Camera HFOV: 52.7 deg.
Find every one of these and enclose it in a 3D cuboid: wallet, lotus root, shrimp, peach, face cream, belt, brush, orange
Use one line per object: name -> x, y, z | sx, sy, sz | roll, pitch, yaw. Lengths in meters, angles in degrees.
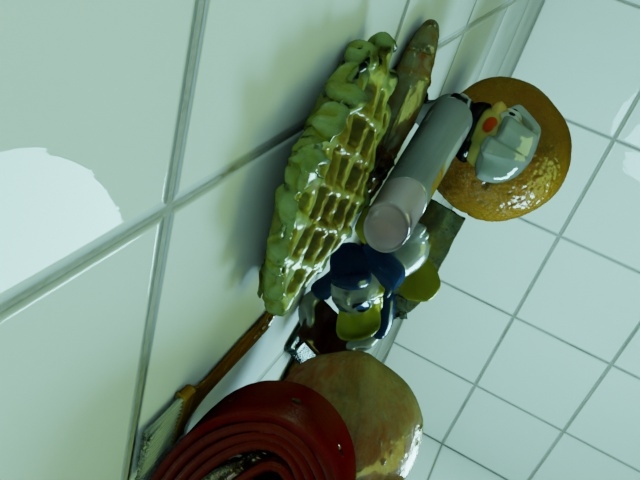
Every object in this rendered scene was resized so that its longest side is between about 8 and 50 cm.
wallet -> -0.013, 0.191, 1.187 | 0.088, 0.026, 0.129 | -59, 144, -19
lotus root -> 0.156, 0.029, 1.376 | 0.260, 0.149, 0.267 | -60, -175, 1
shrimp -> 0.118, -0.192, 0.984 | 0.294, 0.062, 0.154 | -64, 173, -3
peach -> 0.039, 0.265, 0.912 | 0.233, 0.232, 0.232 | -57, 165, -24
face cream -> 0.144, -0.103, 0.945 | 0.269, 0.073, 0.107 | -55, 169, -37
belt -> -0.093, 0.327, 0.777 | 0.324, 0.227, 0.115 | -57, 172, 14
brush -> -0.130, 0.169, 0.819 | 0.314, 0.017, 0.090 | -45, 160, -54
orange -> 0.423, -0.218, 1.520 | 0.322, 0.322, 0.357 | 102, 14, -47

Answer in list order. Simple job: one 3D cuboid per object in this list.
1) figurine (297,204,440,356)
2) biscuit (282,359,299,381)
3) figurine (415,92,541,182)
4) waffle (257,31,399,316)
figurine -> 0.053, 0.066, 1.035 | 0.283, 0.204, 0.338 | -49, 166, 7
biscuit -> -0.020, 0.316, 1.375 | 0.289, 0.081, 0.334 | -61, 168, -7
figurine -> 0.258, -0.193, 1.120 | 0.176, 0.236, 0.133 | -42, 154, -55
waffle -> 0.007, -0.074, 0.760 | 0.317, 0.073, 0.297 | -56, 164, -40
